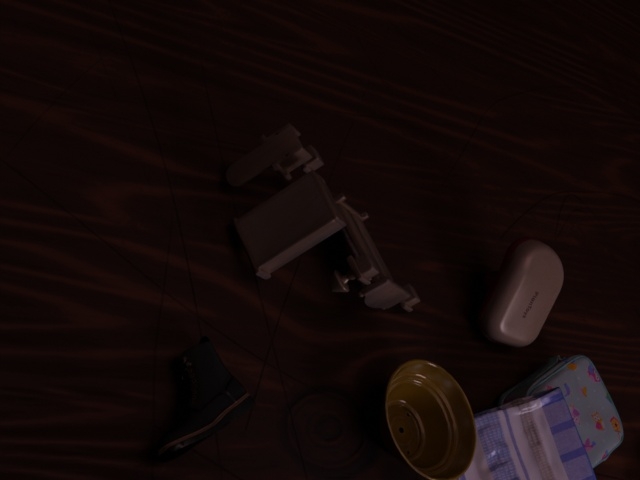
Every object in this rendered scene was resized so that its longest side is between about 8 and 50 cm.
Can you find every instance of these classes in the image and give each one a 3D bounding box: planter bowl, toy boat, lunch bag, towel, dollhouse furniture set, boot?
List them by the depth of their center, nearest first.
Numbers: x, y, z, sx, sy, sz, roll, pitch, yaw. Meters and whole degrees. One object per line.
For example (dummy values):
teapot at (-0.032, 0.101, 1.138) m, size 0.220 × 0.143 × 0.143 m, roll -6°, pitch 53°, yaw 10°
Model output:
boot at (-0.200, 0.235, 1.351) m, size 0.137 × 0.077 × 0.198 m, roll 56°, pitch 31°, yaw 6°
planter bowl at (0.168, 0.327, 1.597) m, size 0.217 × 0.090 × 0.217 m, roll 21°, pitch 54°, yaw -32°
dollhouse furniture set at (0.000, 0.000, 1.675) m, size 0.303 × 0.173 × 0.355 m, roll 64°, pitch 14°, yaw 25°
towel at (0.364, 0.407, 1.678) m, size 0.285 × 0.034 × 0.209 m, roll -15°, pitch 77°, yaw -17°
lunch bag at (0.492, 0.362, 1.848) m, size 0.279 × 0.108 × 0.224 m, roll -20°, pitch 79°, yaw -46°
toy boat at (0.402, 0.101, 1.898) m, size 0.151 × 0.151 × 0.231 m, roll 23°, pitch 96°, yaw -30°
